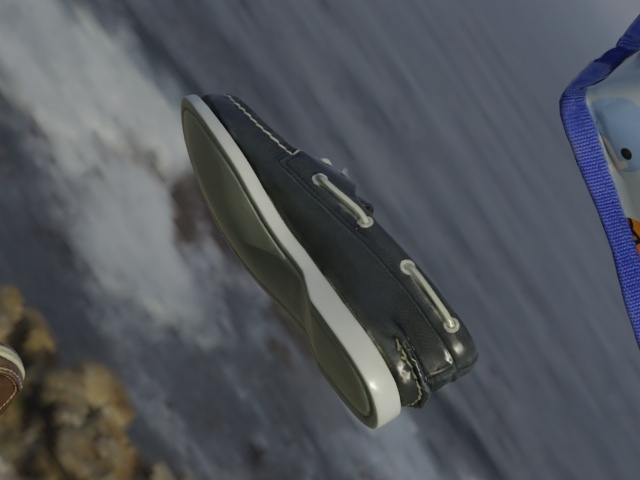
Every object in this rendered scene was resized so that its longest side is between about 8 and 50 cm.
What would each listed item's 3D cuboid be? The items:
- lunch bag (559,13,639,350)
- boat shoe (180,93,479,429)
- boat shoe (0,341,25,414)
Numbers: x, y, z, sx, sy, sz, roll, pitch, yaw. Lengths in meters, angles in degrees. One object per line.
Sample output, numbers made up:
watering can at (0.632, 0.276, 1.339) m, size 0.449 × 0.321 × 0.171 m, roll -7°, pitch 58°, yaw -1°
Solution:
lunch bag at (0.362, 0.028, 1.121) m, size 0.239 × 0.328 × 0.385 m, roll -42°, pitch 117°, yaw -48°
boat shoe at (0.000, 0.000, 1.404) m, size 0.302 × 0.091 × 0.114 m, roll 56°, pitch -19°, yaw 26°
boat shoe at (-0.362, 0.187, 1.726) m, size 0.095 × 0.257 × 0.095 m, roll 48°, pitch 13°, yaw -42°
